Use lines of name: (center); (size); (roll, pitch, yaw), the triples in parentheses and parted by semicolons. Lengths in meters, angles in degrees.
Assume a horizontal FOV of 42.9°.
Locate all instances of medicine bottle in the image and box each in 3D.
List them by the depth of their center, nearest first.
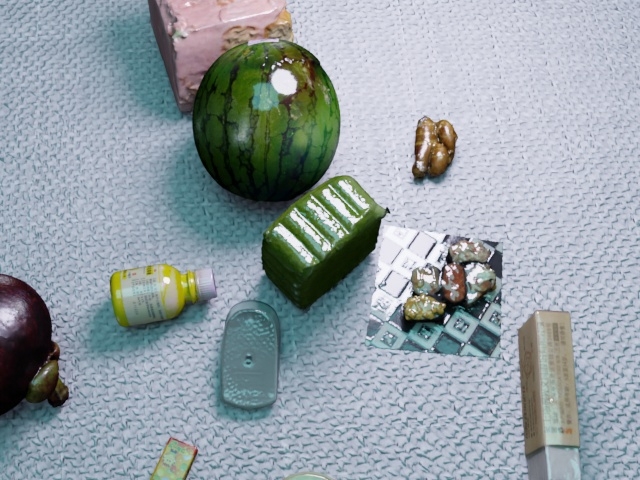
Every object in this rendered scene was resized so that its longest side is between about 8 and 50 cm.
medicine bottle: (-0.331, 0.108, 1.737); (0.212, 0.122, 0.122); (-10, 66, -5)

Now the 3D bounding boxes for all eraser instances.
eraser: (0.459, 0.320, 1.634); (0.078, 0.144, 0.344); (3, 67, -1)

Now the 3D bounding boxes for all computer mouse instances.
computer mouse: (-0.146, 0.240, 1.708); (0.127, 0.079, 0.231); (4, 81, 5)

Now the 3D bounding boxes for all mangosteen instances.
mangosteen: (-0.653, 0.215, 1.603); (0.293, 0.297, 0.297); (23, 68, 12)

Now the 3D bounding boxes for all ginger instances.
ginger: (0.271, -0.214, 1.915); (0.103, 0.073, 0.162); (4, 71, 17)

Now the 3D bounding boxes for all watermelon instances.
watermelon: (-0.118, -0.258, 1.790); (0.363, 0.363, 0.363); (0, 66, 0)

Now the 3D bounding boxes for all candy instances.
candy: (-0.297, 0.461, 1.624); (0.062, 0.038, 0.122); (20, 67, 9)

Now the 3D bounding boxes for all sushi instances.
sushi: (0.257, 0.101, 1.778); (0.292, 0.059, 0.294); (7, 67, 3)

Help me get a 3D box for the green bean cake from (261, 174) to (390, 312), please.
green bean cake: (0.000, 0.000, 1.717); (0.247, 0.250, 0.156); (-40, 72, -16)

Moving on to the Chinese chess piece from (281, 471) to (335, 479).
Chinese chess piece: (-0.024, 0.542, 1.565); (0.188, 0.083, 0.189); (1, 68, -1)

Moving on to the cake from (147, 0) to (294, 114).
cake: (-0.241, -0.525, 1.936); (0.306, 0.293, 0.314); (-17, 61, -10)
